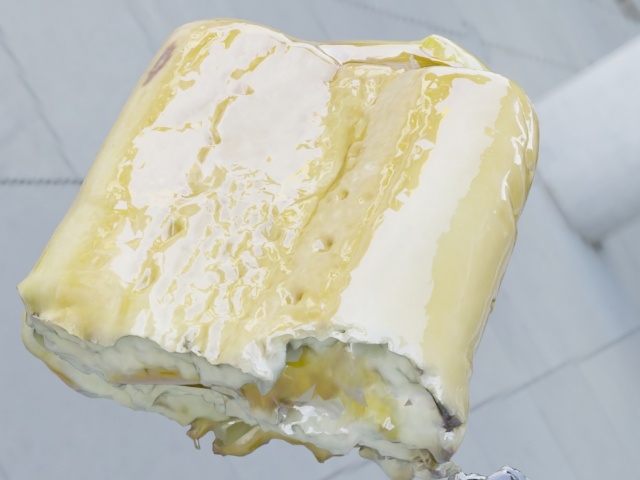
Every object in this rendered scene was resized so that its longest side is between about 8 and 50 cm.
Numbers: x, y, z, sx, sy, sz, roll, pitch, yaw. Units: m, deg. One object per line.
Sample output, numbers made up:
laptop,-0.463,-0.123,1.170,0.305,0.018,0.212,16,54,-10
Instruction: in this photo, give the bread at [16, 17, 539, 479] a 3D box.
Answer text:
bread,0.000,0.000,1.363,0.250,0.361,0.394,72,35,-49

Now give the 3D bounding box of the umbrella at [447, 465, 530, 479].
umbrella,0.167,0.242,0.789,0.336,0.154,0.128,32,-21,13
